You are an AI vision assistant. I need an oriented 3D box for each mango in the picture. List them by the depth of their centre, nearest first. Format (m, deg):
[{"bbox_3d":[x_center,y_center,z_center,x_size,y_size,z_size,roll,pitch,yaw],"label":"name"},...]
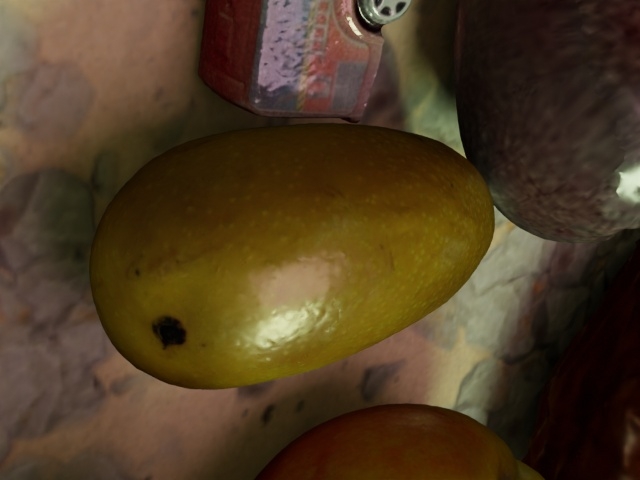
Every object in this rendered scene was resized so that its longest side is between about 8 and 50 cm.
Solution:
[{"bbox_3d":[0.000,0.000,0.596,0.227,0.136,0.099,-11,90,-55],"label":"mango"}]

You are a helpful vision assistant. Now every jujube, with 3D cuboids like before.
[{"bbox_3d":[0.218,0.121,0.821,0.197,0.197,0.290,25,79,-47],"label":"jujube"}]

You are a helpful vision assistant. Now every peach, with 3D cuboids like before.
[{"bbox_3d":[0.033,0.181,0.691,0.192,0.190,0.190,-39,138,12],"label":"peach"}]

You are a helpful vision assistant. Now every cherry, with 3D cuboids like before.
[{"bbox_3d":[0.140,-0.087,0.670,0.176,0.140,0.176,-9,104,-40],"label":"cherry"}]

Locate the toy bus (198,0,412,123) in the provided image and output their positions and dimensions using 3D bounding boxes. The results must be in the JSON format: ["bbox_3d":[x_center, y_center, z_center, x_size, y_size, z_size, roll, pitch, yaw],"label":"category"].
[{"bbox_3d":[-0.001,-0.144,0.564,0.077,0.065,0.192,-6,115,-33],"label":"toy bus"}]
